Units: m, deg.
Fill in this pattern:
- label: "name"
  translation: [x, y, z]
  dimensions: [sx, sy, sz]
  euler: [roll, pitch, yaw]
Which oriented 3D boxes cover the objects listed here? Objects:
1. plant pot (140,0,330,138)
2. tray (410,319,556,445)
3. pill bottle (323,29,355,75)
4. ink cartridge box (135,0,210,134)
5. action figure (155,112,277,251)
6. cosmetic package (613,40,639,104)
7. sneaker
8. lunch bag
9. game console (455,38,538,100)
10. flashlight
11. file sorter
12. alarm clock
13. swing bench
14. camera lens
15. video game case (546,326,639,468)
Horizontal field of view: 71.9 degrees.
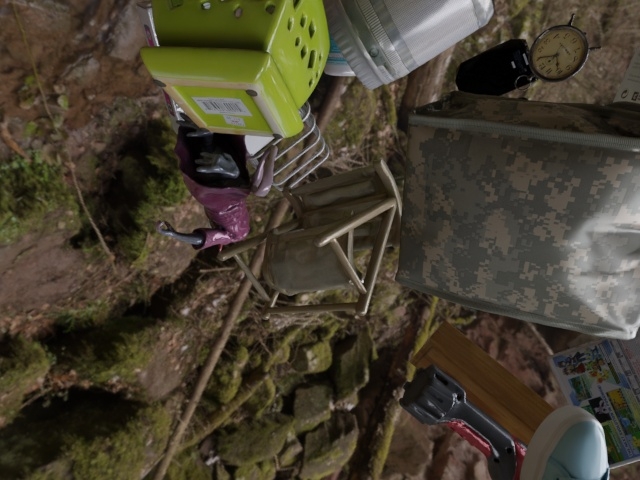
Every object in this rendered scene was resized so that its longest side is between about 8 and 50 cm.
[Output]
- label: "plant pot"
  translation: [-0.125, -0.292, 0.684]
  dimensions: [0.227, 0.227, 0.208]
  euler: [52, 48, -72]
- label: "tray"
  translation: [0.415, 0.383, 1.051]
  dimensions: [0.076, 0.410, 0.203]
  euler: [-41, 160, -24]
- label: "pill bottle"
  translation: [0.082, -0.658, 1.374]
  dimensions: [0.146, 0.146, 0.264]
  euler: [-41, 138, -52]
- label: "ink cartridge box"
  translation: [-0.282, -0.372, 1.034]
  dimensions: [0.175, 0.069, 0.371]
  euler: [-33, 139, -28]
- label: "action figure"
  translation: [-0.206, -0.103, 0.985]
  dimensions: [0.370, 0.275, 0.248]
  euler: [89, 9, -54]
- label: "cosmetic package"
  translation: [0.550, -0.316, 0.522]
  dimensions: [0.155, 0.196, 0.366]
  euler: [-95, -169, -61]
- label: "sneaker"
  translation: [0.365, 0.426, 0.602]
  dimensions: [0.150, 0.135, 0.367]
  euler: [-173, -90, -72]
- label: "lunch bag"
  translation: [0.250, -0.036, 0.514]
  dimensions: [0.168, 0.286, 0.236]
  euler: [-34, 133, -44]
- label: "game console"
  translation: [0.552, -0.389, 1.314]
  dimensions: [0.213, 0.362, 0.044]
  euler: [-13, -162, 44]
- label: "flashlight"
  translation: [0.278, 0.357, 0.800]
  dimensions: [0.103, 0.304, 0.103]
  euler: [-58, -172, -35]
- label: "file sorter"
  translation: [-0.107, -0.258, 1.059]
  dimensions: [0.192, 0.173, 0.277]
  euler: [-38, 167, 3]
- label: "alarm clock"
  translation: [0.574, -0.449, 1.101]
  dimensions: [0.192, 0.129, 0.064]
  euler: [-38, 176, 30]
- label: "swing bench"
  translation: [0.000, 0.000, 0.823]
  dimensions: [0.253, 0.165, 0.255]
  euler: [-10, -150, 41]
- label: "camera lens"
  translation: [0.163, -0.443, 0.822]
  dimensions: [0.274, 0.220, 0.219]
  euler: [-27, -177, 23]
- label: "video game case"
  translation: [0.853, 0.437, 1.238]
  dimensions: [0.299, 0.329, 0.036]
  euler: [-22, 171, 8]
